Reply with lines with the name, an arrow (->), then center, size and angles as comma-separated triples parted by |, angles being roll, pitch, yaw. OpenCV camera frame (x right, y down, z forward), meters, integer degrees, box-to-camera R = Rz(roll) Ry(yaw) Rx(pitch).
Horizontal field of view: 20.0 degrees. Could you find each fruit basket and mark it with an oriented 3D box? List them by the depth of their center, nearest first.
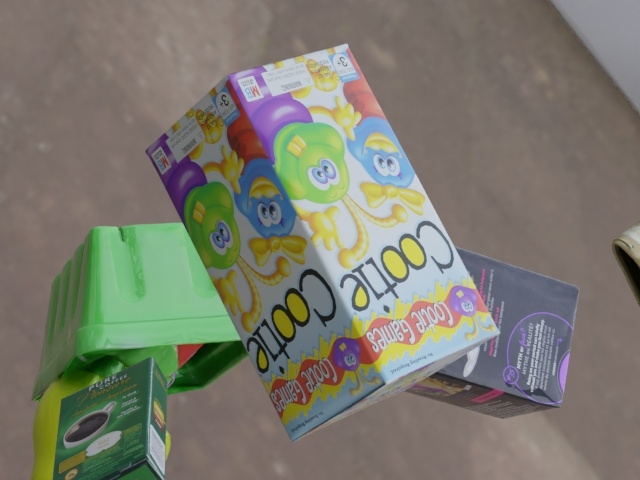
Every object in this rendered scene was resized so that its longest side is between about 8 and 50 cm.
fruit basket -> -0.238, 0.188, 2.303 | 0.282, 0.392, 0.392 | -3, 51, -19

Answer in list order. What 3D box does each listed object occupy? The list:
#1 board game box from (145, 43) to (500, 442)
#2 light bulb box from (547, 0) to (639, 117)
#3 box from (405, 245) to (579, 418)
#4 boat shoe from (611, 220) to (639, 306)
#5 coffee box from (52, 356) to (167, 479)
board game box -> 0.000, 0.000, 1.500 | 0.144, 0.142, 0.275 | -20, 79, -41
light bulb box -> 0.266, -0.212, 1.045 | 0.358, 0.225, 0.361 | 51, 27, -6
box -> 0.162, 0.107, 2.248 | 0.270, 0.143, 0.165 | 18, 72, -22
boat shoe -> 0.295, 0.058, 1.573 | 0.048, 0.056, 0.153 | -29, 106, -29
coffee box -> -0.207, 0.197, 1.799 | 0.040, 0.113, 0.184 | 58, 10, -26
